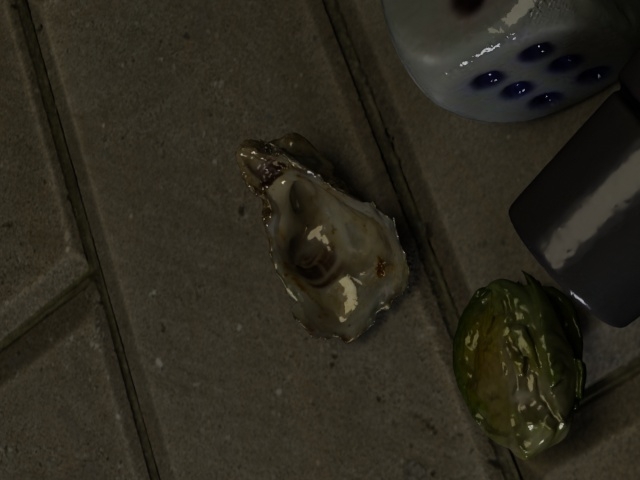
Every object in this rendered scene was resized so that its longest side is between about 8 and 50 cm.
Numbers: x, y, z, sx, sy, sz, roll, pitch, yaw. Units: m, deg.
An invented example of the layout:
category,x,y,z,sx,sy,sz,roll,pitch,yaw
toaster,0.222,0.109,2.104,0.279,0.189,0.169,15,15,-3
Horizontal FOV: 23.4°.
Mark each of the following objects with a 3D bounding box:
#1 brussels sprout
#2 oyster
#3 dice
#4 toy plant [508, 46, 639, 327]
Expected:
category,x,y,z,sx,sy,sz,roll,pitch,yaw
brussels sprout,0.186,0.114,1.433,0.139,0.100,0.181,-45,57,37
oyster,0.004,-0.016,1.625,0.161,0.107,0.232,-45,74,19
dice,0.180,-0.232,1.442,0.194,0.193,0.191,-25,64,33
toy plant,0.344,-0.116,1.293,0.400,0.185,0.279,-44,35,16
